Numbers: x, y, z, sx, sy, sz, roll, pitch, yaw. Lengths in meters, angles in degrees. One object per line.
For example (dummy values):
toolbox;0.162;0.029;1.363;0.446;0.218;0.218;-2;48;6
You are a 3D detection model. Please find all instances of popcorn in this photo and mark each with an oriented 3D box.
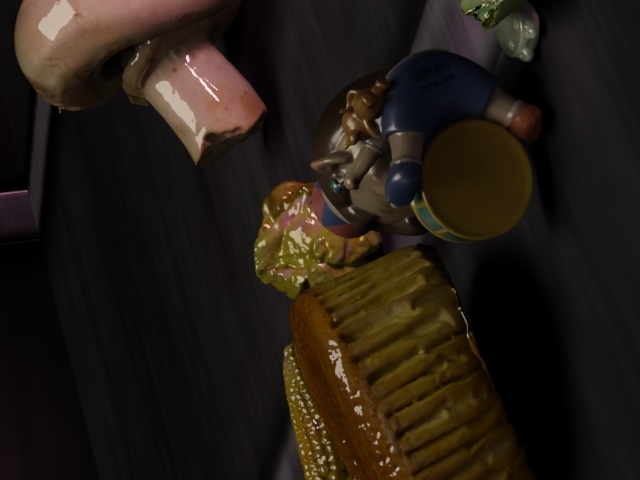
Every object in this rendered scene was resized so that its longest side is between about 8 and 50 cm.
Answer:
popcorn;0.000;0.000;1.741;0.125;0.126;0.145;-50;27;32

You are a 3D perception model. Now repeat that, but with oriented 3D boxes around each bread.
bread;0.076;0.138;1.440;0.227;0.142;0.253;-175;64;-77

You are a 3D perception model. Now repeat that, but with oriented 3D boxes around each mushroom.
mushroom;-0.201;-0.217;2.019;0.290;0.292;0.292;61;158;5

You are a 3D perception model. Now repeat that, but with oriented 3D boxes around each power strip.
power strip;0.145;-0.176;1.366;0.083;0.035;0.055;-120;29;-44

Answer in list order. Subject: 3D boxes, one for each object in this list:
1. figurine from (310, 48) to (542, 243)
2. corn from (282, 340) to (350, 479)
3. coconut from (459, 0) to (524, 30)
figurine;0.075;-0.069;1.441;0.275;0.161;0.158;173;76;-76
corn;0.026;0.249;1.786;0.097;0.097;0.320;114;146;-57
coconut;0.134;-0.227;1.330;0.133;0.055;0.158;-56;35;26
